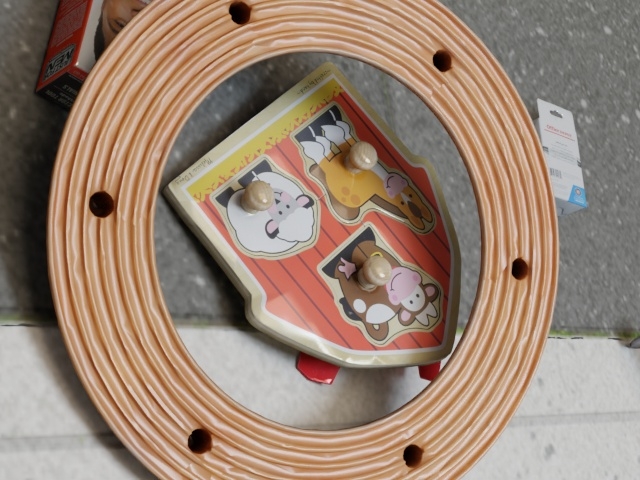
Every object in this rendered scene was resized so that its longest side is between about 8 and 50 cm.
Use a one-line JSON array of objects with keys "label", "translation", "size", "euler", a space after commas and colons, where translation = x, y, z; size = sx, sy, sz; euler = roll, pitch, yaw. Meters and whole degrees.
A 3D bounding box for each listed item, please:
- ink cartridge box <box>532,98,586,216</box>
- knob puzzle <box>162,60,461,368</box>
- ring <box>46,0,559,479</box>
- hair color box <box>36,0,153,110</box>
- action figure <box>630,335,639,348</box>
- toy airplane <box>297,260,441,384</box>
[{"label": "ink cartridge box", "translation": [0.181, -0.065, 1.080], "size": [0.048, 0.028, 0.083], "euler": [15, 62, -41]}, {"label": "knob puzzle", "translation": [0.022, -0.004, 0.853], "size": [0.213, 0.030, 0.213], "euler": [15, 59, -27]}, {"label": "ring", "translation": [0.000, 0.000, 0.795], "size": [0.336, 0.032, 0.336], "euler": [3, 85, -29]}, {"label": "hair color box", "translation": [-0.113, -0.135, 0.803], "size": [0.072, 0.043, 0.141], "euler": [30, 54, -35]}, {"label": "action figure", "translation": [0.366, 0.202, 1.048], "size": [0.341, 0.178, 0.330], "euler": [-2, 64, -48]}, {"label": "toy airplane", "translation": [0.036, 0.040, 0.887], "size": [0.151, 0.028, 0.151], "euler": [19, 62, -38]}]
